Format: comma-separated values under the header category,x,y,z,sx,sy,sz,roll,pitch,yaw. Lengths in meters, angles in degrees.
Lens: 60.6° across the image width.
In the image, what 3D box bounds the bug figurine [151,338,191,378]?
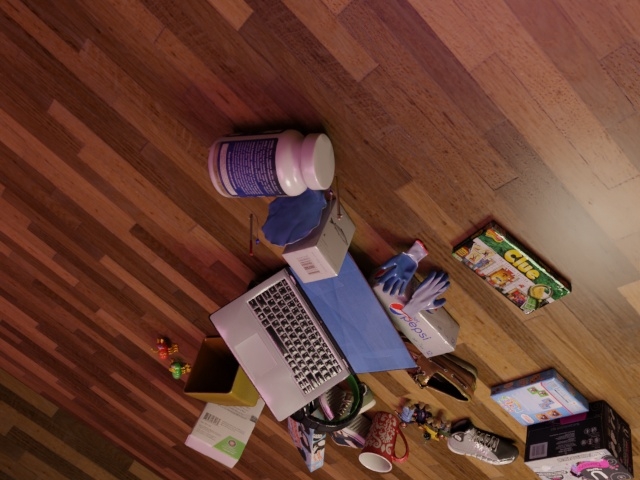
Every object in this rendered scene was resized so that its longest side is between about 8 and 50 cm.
category,x,y,z,sx,sy,sz,roll,pitch,yaw
bug figurine,-0.504,0.471,2.076,0.279,0.072,0.216,12,133,14

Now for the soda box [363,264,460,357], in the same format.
category,x,y,z,sx,sy,sz,roll,pitch,yaw
soda box,0.249,0.185,1.467,0.098,0.091,0.286,-28,114,41

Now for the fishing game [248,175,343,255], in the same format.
category,x,y,z,sx,sy,sz,roll,pitch,yaw
fishing game,-0.063,-0.062,1.333,0.264,0.189,0.041,-25,138,20

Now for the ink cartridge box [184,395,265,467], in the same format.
category,x,y,z,sx,sy,sz,roll,pitch,yaw
ink cartridge box,-0.345,0.664,2.037,0.199,0.272,0.114,28,137,-1

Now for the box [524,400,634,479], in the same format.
category,x,y,z,sx,sy,sz,roll,pitch,yaw
box,0.732,0.588,1.557,0.142,0.163,0.247,43,133,-13

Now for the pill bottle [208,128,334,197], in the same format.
category,x,y,z,sx,sy,sz,roll,pitch,yaw
pill bottle,-0.110,-0.177,1.263,0.265,0.153,0.153,1,129,24

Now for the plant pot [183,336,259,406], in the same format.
category,x,y,z,sx,sy,sz,roll,pitch,yaw
plant pot,-0.311,0.476,1.912,0.212,0.212,0.187,-9,137,30

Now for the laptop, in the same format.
category,x,y,z,sx,sy,sz,roll,pitch,yaw
laptop,-0.031,0.272,1.489,0.381,0.408,0.236,59,173,-8

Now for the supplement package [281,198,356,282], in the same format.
category,x,y,z,sx,sy,sz,roll,pitch,yaw
supplement package,0.000,0.000,1.350,0.105,0.179,0.105,-16,125,34

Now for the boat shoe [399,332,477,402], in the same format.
category,x,y,z,sx,sy,sz,roll,pitch,yaw
boat shoe,0.310,0.369,1.594,0.308,0.104,0.110,20,135,6

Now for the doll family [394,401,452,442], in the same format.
category,x,y,z,sx,sy,sz,roll,pitch,yaw
doll family,0.337,0.603,1.805,0.193,0.076,0.111,33,138,29

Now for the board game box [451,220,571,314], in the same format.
category,x,y,z,sx,sy,sz,roll,pitch,yaw
board game box,0.458,0.070,1.316,0.260,0.030,0.136,37,132,-10

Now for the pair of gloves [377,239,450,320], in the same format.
category,x,y,z,sx,sy,sz,roll,pitch,yaw
pair of gloves,0.240,0.107,1.375,0.198,0.159,0.023,49,171,-17

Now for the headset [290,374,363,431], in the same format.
category,x,y,z,sx,sy,sz,roll,pitch,yaw
headset,-0.047,0.430,1.709,0.395,0.243,0.185,23,134,2

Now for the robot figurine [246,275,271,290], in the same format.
category,x,y,z,sx,sy,sz,roll,pitch,yaw
robot figurine,-0.158,0.226,1.691,0.211,0.085,0.291,32,135,-8

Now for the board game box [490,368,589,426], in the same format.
category,x,y,z,sx,sy,sz,roll,pitch,yaw
board game box,0.627,0.457,1.576,0.160,0.039,0.212,42,132,-14

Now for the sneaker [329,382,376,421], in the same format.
category,x,y,z,sx,sy,sz,roll,pitch,yaw
sneaker,0.094,0.544,1.808,0.064,0.192,0.086,-1,113,60

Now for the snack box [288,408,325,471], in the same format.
category,x,y,z,sx,sy,sz,roll,pitch,yaw
snack box,-0.054,0.685,2.000,0.187,0.060,0.321,50,150,39

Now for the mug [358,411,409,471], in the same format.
category,x,y,z,sx,sy,sz,roll,pitch,yaw
mug,0.224,0.693,1.877,0.150,0.169,0.113,22,134,4

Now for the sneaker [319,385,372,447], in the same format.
category,x,y,z,sx,sy,sz,roll,pitch,yaw
sneaker,0.068,0.633,1.925,0.128,0.126,0.321,-23,118,33

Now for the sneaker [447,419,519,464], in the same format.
category,x,y,z,sx,sy,sz,roll,pitch,yaw
sneaker,0.515,0.643,1.763,0.229,0.086,0.132,0,127,25
